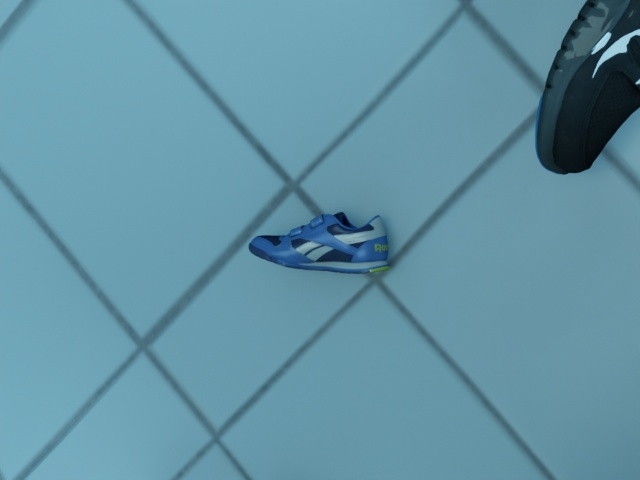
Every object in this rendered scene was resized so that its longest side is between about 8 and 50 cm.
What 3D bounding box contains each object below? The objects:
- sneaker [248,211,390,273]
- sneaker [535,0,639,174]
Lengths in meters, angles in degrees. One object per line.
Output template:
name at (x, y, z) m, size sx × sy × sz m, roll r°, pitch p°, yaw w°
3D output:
sneaker at (0.000, 0.000, 1.306) m, size 0.144 × 0.053 × 0.059 m, roll 3°, pitch 95°, yaw 15°
sneaker at (0.304, -0.188, 1.120) m, size 0.140 × 0.125 × 0.340 m, roll 35°, pitch 108°, yaw 13°
